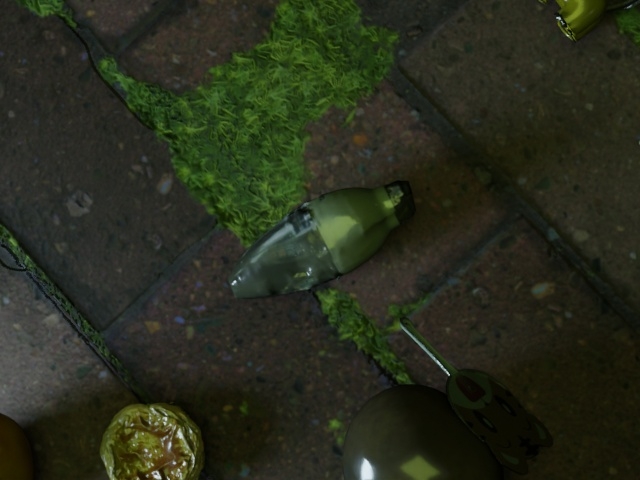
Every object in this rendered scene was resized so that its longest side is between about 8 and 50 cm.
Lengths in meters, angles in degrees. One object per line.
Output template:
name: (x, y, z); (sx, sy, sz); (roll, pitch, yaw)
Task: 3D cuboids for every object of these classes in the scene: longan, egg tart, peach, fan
longan: (0.114, 0.252, 1.396); (0.189, 0.189, 0.189); (-1, 83, 7)
egg tart: (-0.198, 0.252, 1.491); (0.130, 0.052, 0.130); (-1, 84, 9)
peach: (-0.407, 0.276, 1.478); (0.138, 0.138, 0.138); (-1, 83, 7)
fan: (0.169, 0.170, 1.416); (0.226, 0.152, 0.008); (45, 116, 15)

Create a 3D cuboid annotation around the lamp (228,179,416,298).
lamp: (0.000, 0.000, 1.473); (0.250, 0.101, 0.101); (-25, 81, 7)

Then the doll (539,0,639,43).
doll: (0.345, -0.348, 1.456); (0.221, 0.143, 0.135); (-41, 78, 8)
